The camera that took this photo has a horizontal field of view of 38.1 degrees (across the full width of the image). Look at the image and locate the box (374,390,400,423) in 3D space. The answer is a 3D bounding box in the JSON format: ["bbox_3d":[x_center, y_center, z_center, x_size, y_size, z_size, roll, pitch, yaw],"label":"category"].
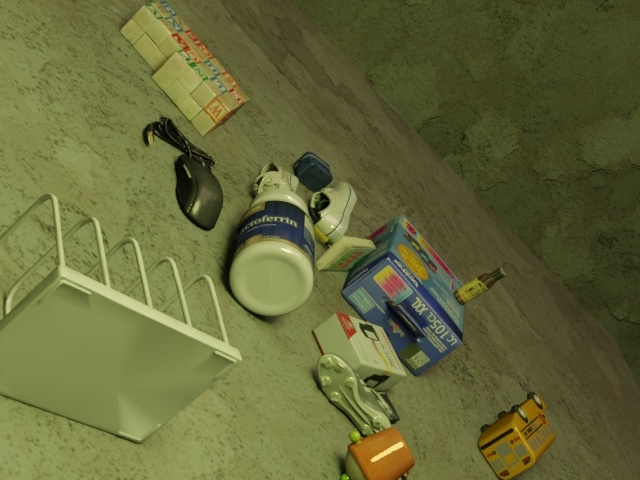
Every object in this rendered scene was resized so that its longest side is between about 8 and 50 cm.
[{"bbox_3d":[0.118,0.330,1.833,0.083,0.018,0.067,18,38,-57],"label":"box"}]

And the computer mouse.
[{"bbox_3d":[-0.258,-0.146,1.792,0.184,0.060,0.262,40,23,-31],"label":"computer mouse"}]

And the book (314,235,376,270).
[{"bbox_3d":[0.056,0.033,2.104,0.035,0.096,0.144,56,21,18],"label":"book"}]

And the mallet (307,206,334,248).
[{"bbox_3d":[0.000,0.000,2.142,0.190,0.062,0.039,54,17,-38],"label":"mallet"}]

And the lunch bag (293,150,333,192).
[{"bbox_3d":[-0.022,-0.177,2.341,0.098,0.067,0.065,35,25,-34],"label":"lunch bag"}]

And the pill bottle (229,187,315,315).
[{"bbox_3d":[-0.086,0.013,1.752,0.153,0.153,0.265,43,21,-20],"label":"pill bottle"}]

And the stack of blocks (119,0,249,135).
[{"bbox_3d":[-0.305,-0.387,2.067,0.297,0.087,0.171,49,20,-6],"label":"stack of blocks"}]

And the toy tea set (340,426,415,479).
[{"bbox_3d":[0.139,0.469,1.561,0.336,0.124,0.200,58,-9,27],"label":"toy tea set"}]

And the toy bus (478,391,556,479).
[{"bbox_3d":[0.485,0.469,2.249,0.130,0.108,0.332,56,21,13],"label":"toy bus"}]

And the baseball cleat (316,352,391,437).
[{"bbox_3d":[0.061,0.287,1.737,0.206,0.072,0.109,57,12,-10],"label":"baseball cleat"}]

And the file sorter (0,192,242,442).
[{"bbox_3d":[-0.277,0.096,1.148,0.277,0.193,0.173,33,24,-41],"label":"file sorter"}]

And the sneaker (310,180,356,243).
[{"bbox_3d":[0.027,-0.093,2.259,0.091,0.094,0.258,49,20,-20],"label":"sneaker"}]

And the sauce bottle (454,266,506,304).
[{"bbox_3d":[0.381,0.105,2.204,0.042,0.128,0.042,44,24,-25],"label":"sauce bottle"}]

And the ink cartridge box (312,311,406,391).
[{"bbox_3d":[0.079,0.226,1.853,0.175,0.072,0.127,23,33,-51],"label":"ink cartridge box"}]

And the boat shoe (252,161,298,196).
[{"bbox_3d":[-0.103,-0.109,2.014,0.088,0.096,0.267,42,20,-13],"label":"boat shoe"}]

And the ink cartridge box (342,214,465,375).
[{"bbox_3d":[0.203,0.132,2.180,0.270,0.151,0.395,48,22,-8],"label":"ink cartridge box"}]
